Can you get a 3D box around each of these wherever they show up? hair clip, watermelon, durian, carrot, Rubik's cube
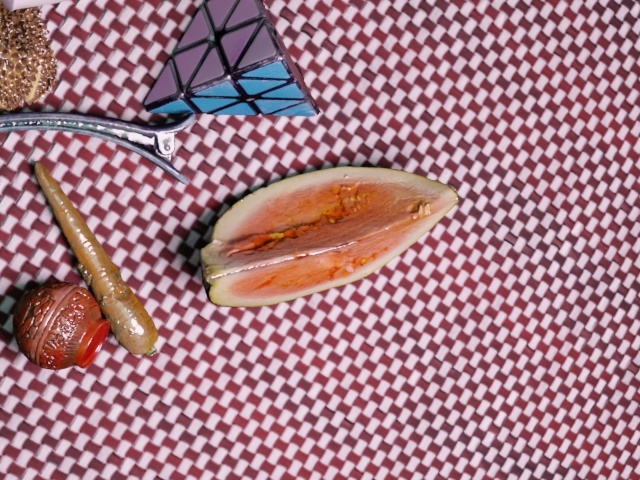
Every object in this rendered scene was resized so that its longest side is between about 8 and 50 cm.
[{"bbox_3d":[-0.275,-0.117,1.312,0.275,0.048,0.083,6,99,-18],"label":"hair clip"},{"bbox_3d":[-0.011,-0.020,1.381,0.304,0.159,0.128,-17,73,-16],"label":"watermelon"},{"bbox_3d":[-0.328,-0.208,1.264,0.111,0.071,0.140,6,90,-22],"label":"durian"},{"bbox_3d":[-0.253,0.023,1.337,0.049,0.049,0.254,-31,102,-14],"label":"carrot"},{"bbox_3d":[-0.127,-0.211,1.354,0.178,0.211,0.190,-23,72,4],"label":"Rubik's cube"}]

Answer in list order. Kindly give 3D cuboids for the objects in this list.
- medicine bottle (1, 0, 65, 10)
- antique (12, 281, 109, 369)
[{"bbox_3d":[-0.411,-0.308,1.153,0.332,0.190,0.189,-9,100,-20],"label":"medicine bottle"},{"bbox_3d":[-0.286,0.092,1.304,0.104,0.104,0.104,-3,98,-20],"label":"antique"}]
